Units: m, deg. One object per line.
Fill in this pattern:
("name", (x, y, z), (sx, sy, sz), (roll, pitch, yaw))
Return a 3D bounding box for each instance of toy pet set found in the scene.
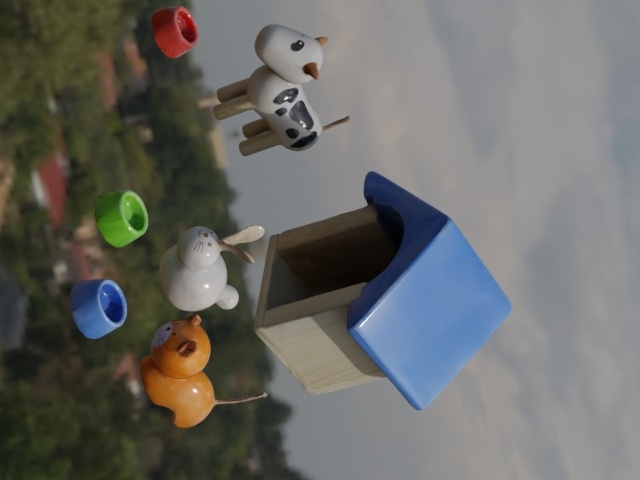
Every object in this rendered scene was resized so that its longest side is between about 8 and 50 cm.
("toy pet set", (0.000, 0.000, 0.483), (0.114, 0.065, 0.122), (51, 34, -37))
